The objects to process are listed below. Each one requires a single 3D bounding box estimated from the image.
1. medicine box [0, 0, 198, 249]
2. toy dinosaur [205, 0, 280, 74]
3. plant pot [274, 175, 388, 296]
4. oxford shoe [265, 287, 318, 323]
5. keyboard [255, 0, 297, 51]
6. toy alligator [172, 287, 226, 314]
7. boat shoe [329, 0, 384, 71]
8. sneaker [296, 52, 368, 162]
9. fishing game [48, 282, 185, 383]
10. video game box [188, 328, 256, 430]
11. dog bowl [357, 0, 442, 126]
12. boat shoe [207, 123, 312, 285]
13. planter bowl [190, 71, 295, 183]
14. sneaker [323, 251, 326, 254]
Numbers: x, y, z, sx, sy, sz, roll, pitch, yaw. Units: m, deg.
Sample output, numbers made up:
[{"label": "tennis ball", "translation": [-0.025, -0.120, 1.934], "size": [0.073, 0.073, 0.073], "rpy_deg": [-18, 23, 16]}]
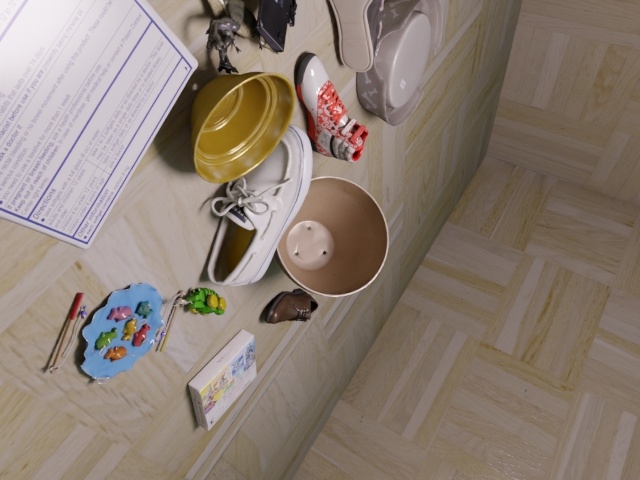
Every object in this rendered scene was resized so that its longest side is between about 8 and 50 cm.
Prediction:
[{"label": "medicine box", "translation": [-0.304, -0.169, 0.478], "size": [0.263, 0.149, 0.289], "rpy_deg": [-62, 157, -8]}, {"label": "toy dinosaur", "translation": [-0.145, -0.340, 0.771], "size": [0.268, 0.064, 0.118], "rpy_deg": [22, 78, -67]}, {"label": "plant pot", "translation": [0.000, 0.000, 1.224], "size": [0.284, 0.284, 0.191], "rpy_deg": [-58, -168, -17]}, {"label": "oxford shoe", "translation": [-0.076, 0.198, 1.421], "size": [0.227, 0.096, 0.082], "rpy_deg": [-17, 130, -59]}, {"label": "keyboard", "translation": [-0.072, -0.413, 0.832], "size": [0.108, 0.023, 0.180], "rpy_deg": [25, 69, -60]}, {"label": "toy alligator", "translation": [-0.250, 0.121, 1.021], "size": [0.190, 0.056, 0.051], "rpy_deg": [42, 34, -68]}, {"label": "boat shoe", "translation": [0.080, -0.517, 1.044], "size": [0.335, 0.112, 0.095], "rpy_deg": [81, 22, -62]}, {"label": "sneaker", "translation": [0.036, -0.290, 1.106], "size": [0.090, 0.145, 0.270], "rpy_deg": [-53, 154, -27]}, {"label": "fishing game", "translation": [-0.345, 0.167, 0.874], "size": [0.189, 0.041, 0.264], "rpy_deg": [-68, 157, 0]}, {"label": "video game box", "translation": [-0.247, 0.361, 1.271], "size": [0.205, 0.048, 0.187], "rpy_deg": [-44, 152, -41]}, {"label": "dog bowl", "translation": [0.217, -0.498, 1.348], "size": [0.349, 0.102, 0.348], "rpy_deg": [-47, 151, -36]}, {"label": "boat shoe", "translation": [-0.145, -0.064, 0.982], "size": [0.156, 0.136, 0.367], "rpy_deg": [-10, 132, -60]}, {"label": "planter bowl", "translation": [-0.150, -0.209, 0.823], "size": [0.217, 0.090, 0.217], "rpy_deg": [-41, 162, -17]}, {"label": "sneaker", "translation": [0.013, -0.005, 1.425], "size": [0.227, 0.087, 0.130], "rpy_deg": [-51, 152, -38]}]
